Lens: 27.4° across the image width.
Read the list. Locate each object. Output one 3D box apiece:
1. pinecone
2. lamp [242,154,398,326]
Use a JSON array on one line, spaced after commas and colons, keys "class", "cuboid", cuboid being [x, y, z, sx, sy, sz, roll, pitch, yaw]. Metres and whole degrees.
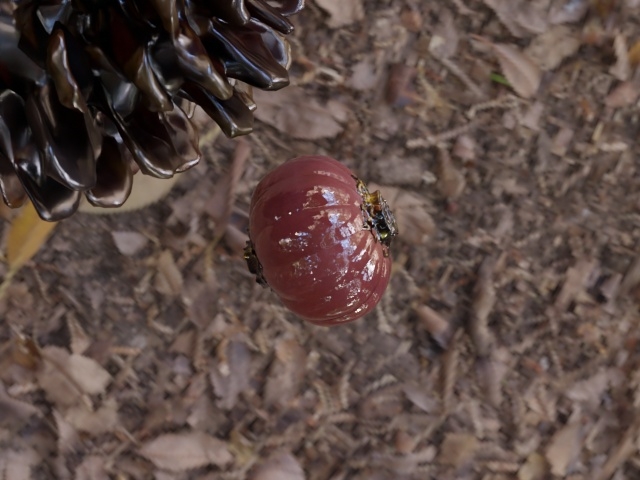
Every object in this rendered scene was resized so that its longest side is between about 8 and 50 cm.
[{"class": "pinecone", "cuboid": [-0.146, -0.117, 0.662, 0.246, 0.292, 0.246, -2, 90, -67]}, {"class": "lamp", "cuboid": [0.000, 0.000, 0.806, 0.092, 0.107, 0.107, -21, 128, 15]}]
